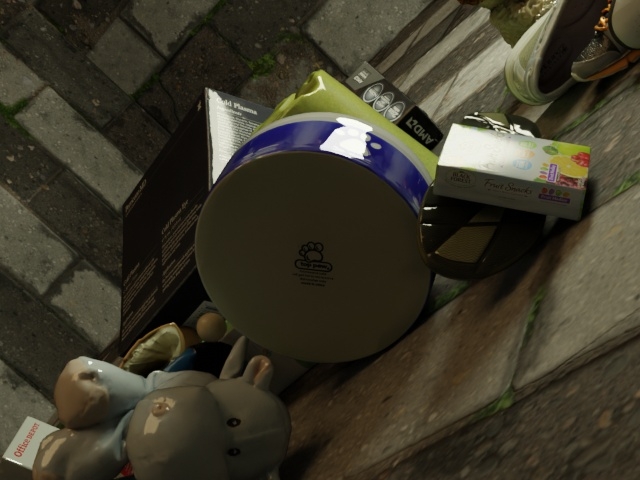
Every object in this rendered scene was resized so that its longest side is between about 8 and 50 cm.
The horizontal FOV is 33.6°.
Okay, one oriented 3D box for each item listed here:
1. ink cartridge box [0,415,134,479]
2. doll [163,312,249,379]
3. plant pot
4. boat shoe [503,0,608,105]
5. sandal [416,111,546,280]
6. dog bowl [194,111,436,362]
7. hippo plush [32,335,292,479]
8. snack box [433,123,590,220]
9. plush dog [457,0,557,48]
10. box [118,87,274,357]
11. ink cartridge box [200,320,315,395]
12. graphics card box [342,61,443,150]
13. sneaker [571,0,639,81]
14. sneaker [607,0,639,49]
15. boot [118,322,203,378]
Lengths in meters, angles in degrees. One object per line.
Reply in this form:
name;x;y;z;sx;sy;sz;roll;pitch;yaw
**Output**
ink cartridge box;-0.359;0.348;1.448;0.128;0.176;0.127;-86;22;-74
doll;-0.146;0.182;1.317;0.046;0.129;0.188;25;108;60
plant pot;0.028;-0.068;1.344;0.276;0.254;0.276;-44;10;10
boat shoe;0.354;-0.302;1.318;0.320;0.118;0.103;-50;11;4
sandal;0.177;-0.041;1.113;0.302;0.120;0.086;-60;-18;-54
dog bowl;0.000;0.000;1.163;0.265;0.265;0.104;-41;13;28
hippo plush;-0.134;0.236;1.137;0.294;0.234;0.237;-2;1;-38
snack box;0.189;-0.069;1.036;0.100;0.141;0.037;-61;-21;-57
plush dog;0.287;-0.365;1.511;0.211;0.225;0.262;-33;17;52
box;-0.177;-0.007;1.707;0.343;0.179;0.312;-45;40;42
ink cartridge box;-0.065;0.131;1.363;0.209;0.109;0.062;-42;12;27
graphics card box;0.016;-0.119;1.833;0.371;0.094;0.233;-44;34;6
sneaker;0.368;-0.274;1.239;0.215;0.083;0.084;-46;12;10
sneaker;0.415;-0.294;1.100;0.270;0.090;0.145;-40;9;21
boot;-0.215;0.178;1.465;0.269;0.089;0.236;114;-178;-61
